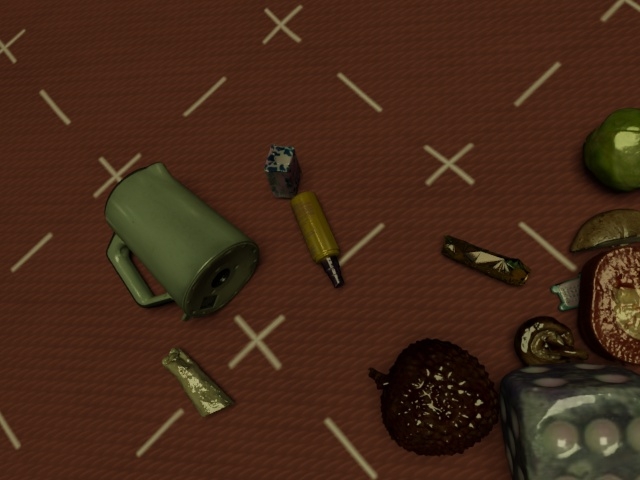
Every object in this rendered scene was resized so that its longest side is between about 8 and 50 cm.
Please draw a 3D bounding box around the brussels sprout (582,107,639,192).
[{"bbox_3d":[0.772,-0.224,1.295,0.223,0.161,0.223,-5,73,17],"label":"brussels sprout"}]

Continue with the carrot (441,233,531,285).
[{"bbox_3d":[0.417,0.050,1.335,0.229,0.069,0.068,23,79,16],"label":"carrot"}]

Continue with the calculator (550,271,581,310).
[{"bbox_3d":[0.649,0.125,1.291,0.141,0.019,0.094,-18,68,5],"label":"calculator"}]

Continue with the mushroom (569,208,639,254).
[{"bbox_3d":[0.723,-0.027,1.294,0.210,0.072,0.094,-10,64,8],"label":"mushroom"}]

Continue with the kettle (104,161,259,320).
[{"bbox_3d":[-0.406,0.033,1.419,0.377,0.250,0.361,40,113,20],"label":"kettle"}]

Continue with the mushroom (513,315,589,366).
[{"bbox_3d":[0.548,0.252,1.242,0.171,0.080,0.135,18,92,13],"label":"mushroom"}]

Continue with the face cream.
[{"bbox_3d":[0.000,0.000,1.412,0.078,0.078,0.273,-24,71,3],"label":"face cream"}]

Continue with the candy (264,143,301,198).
[{"bbox_3d":[-0.100,-0.189,1.443,0.073,0.160,0.092,8,69,9],"label":"candy"}]

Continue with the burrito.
[{"bbox_3d":[-0.329,0.376,1.371,0.087,0.060,0.226,-44,72,-9],"label":"burrito"}]

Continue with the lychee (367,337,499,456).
[{"bbox_3d":[0.245,0.350,1.172,0.300,0.264,0.264,15,77,16],"label":"lychee"}]

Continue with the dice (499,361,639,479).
[{"bbox_3d":[0.532,0.407,1.074,0.270,0.271,0.269,-6,87,8],"label":"dice"}]

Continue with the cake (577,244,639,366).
[{"bbox_3d":[0.694,0.143,1.199,0.177,0.151,0.282,11,87,15],"label":"cake"}]
